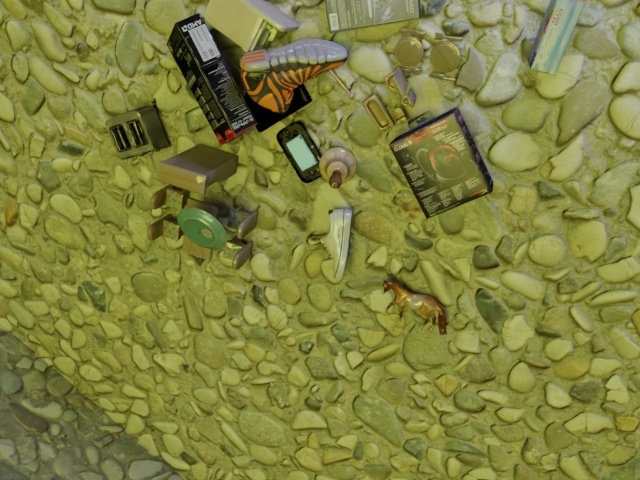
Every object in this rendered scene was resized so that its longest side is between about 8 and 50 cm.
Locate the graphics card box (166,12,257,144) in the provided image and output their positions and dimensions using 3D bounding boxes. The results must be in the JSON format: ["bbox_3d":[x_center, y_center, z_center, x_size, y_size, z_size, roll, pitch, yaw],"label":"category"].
[{"bbox_3d":[-0.348,-0.497,1.746,0.094,0.233,0.371,-32,103,-17],"label":"graphics card box"}]

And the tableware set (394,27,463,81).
[{"bbox_3d":[0.313,-0.544,1.595,0.194,0.039,0.128,17,129,18],"label":"tableware set"}]

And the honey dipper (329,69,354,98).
[{"bbox_3d":[0.052,-0.505,1.709,0.030,0.030,0.160,-37,99,29],"label":"honey dipper"}]

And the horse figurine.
[{"bbox_3d":[0.328,0.236,1.918,0.263,0.066,0.174,19,124,13],"label":"horse figurine"}]

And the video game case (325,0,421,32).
[{"bbox_3d":[0.143,-0.720,1.584,0.274,0.026,0.196,-2,112,19],"label":"video game case"}]

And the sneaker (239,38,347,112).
[{"bbox_3d":[-0.075,-0.496,1.675,0.321,0.124,0.180,-7,136,0],"label":"sneaker"}]

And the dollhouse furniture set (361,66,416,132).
[{"bbox_3d":[0.201,-0.399,1.636,0.151,0.123,0.144,-27,110,27],"label":"dollhouse furniture set"}]

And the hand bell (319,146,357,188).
[{"bbox_3d":[0.051,-0.202,1.708,0.126,0.242,0.126,1,112,3],"label":"hand bell"}]

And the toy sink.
[{"bbox_3d":[-0.208,-0.656,1.665,0.234,0.153,0.131,35,120,1],"label":"toy sink"}]

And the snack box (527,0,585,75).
[{"bbox_3d":[0.594,-0.525,1.404,0.070,0.207,0.174,20,117,11],"label":"snack box"}]

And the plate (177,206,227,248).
[{"bbox_3d":[-0.404,-0.033,1.856,0.188,0.024,0.188,15,137,15],"label":"plate"}]

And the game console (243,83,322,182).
[{"bbox_3d":[-0.090,-0.366,1.813,0.213,0.044,0.361,-26,103,27],"label":"game console"}]

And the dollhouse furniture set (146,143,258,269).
[{"bbox_3d":[-0.433,-0.103,1.929,0.362,0.256,0.394,19,118,11],"label":"dollhouse furniture set"}]

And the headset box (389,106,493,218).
[{"bbox_3d":[0.361,-0.245,1.666,0.218,0.110,0.293,-24,103,27],"label":"headset box"}]

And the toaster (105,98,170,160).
[{"bbox_3d":[-0.650,-0.388,1.964,0.168,0.110,0.185,-10,109,22],"label":"toaster"}]

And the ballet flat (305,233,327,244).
[{"bbox_3d":[0.000,0.000,1.945,0.114,0.041,0.041,-6,111,21],"label":"ballet flat"}]

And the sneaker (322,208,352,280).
[{"bbox_3d":[0.054,0.011,1.901,0.091,0.094,0.258,7,104,7],"label":"sneaker"}]
